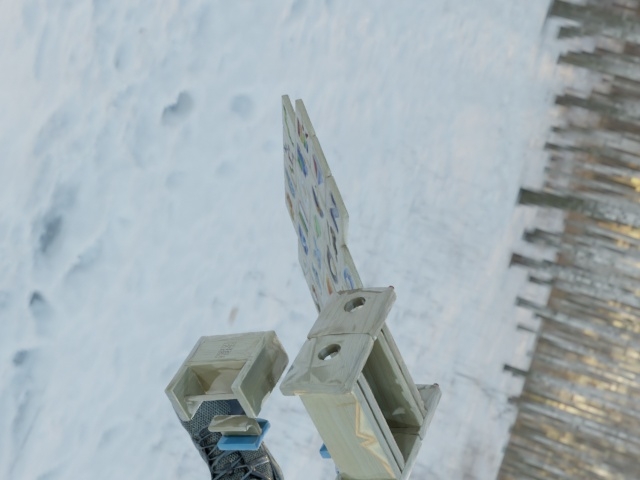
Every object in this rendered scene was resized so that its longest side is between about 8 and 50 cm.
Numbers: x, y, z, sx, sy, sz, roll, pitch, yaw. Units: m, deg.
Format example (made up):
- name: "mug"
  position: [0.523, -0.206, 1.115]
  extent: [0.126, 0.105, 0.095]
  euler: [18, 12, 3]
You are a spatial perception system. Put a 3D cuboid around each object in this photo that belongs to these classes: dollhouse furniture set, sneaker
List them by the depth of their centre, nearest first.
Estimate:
- name: "dollhouse furniture set"
  position: [-0.011, 0.134, 0.966]
  extent: [0.129, 0.183, 0.129]
  euler: [65, 36, -27]
- name: "sneaker"
  position: [-0.115, 0.276, 1.370]
  extent: [0.130, 0.087, 0.227]
  euler: [-101, 165, -69]

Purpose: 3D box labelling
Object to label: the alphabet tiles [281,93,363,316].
- name: "alphabet tiles"
  position: [0.000, 0.000, 1.319]
  extent: [0.342, 0.011, 0.285]
  euler: [91, -19, -57]
